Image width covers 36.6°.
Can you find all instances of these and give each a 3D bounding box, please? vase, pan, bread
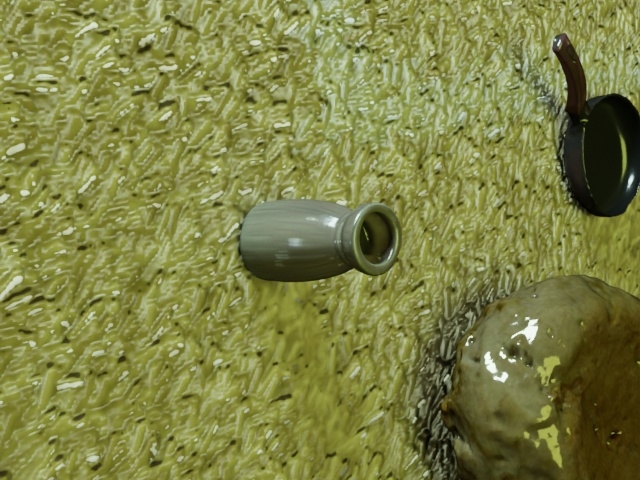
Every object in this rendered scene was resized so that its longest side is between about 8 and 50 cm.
[{"bbox_3d":[0.000,0.000,0.597,0.053,0.100,0.053,0,89,-44],"label":"vase"},{"bbox_3d":[0.236,-0.104,0.859,0.212,0.040,0.115,46,60,-41],"label":"pan"},{"bbox_3d":[0.187,0.137,0.758,0.229,0.123,0.230,6,80,-40],"label":"bread"}]
